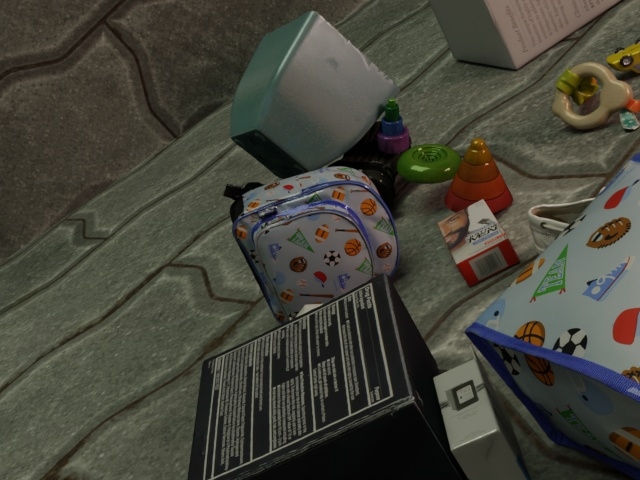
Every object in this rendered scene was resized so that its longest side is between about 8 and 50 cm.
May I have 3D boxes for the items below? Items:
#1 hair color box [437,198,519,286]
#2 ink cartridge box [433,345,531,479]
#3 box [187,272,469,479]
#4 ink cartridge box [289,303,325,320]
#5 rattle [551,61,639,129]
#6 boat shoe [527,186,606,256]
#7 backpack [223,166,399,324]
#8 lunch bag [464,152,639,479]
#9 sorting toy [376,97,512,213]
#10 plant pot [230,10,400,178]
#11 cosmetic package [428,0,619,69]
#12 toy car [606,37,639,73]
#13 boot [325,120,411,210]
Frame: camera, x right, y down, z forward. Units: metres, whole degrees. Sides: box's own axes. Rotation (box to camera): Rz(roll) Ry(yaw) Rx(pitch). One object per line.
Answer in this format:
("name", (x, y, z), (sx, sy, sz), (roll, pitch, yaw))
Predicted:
("hair color box", (0.258, 0.001, 1.509), (0.093, 0.053, 0.167), (-28, 22, 8))
("ink cartridge box", (0.189, 0.218, 1.085), (0.060, 0.104, 0.180), (-27, 22, 11))
("box", (0.008, 0.235, 1.166), (0.294, 0.182, 0.296), (-27, 25, 11))
("ink cartridge box", (0.012, 0.161, 1.432), (0.143, 0.092, 0.090), (-8, 32, 45))
("rattle", (0.548, -0.253, 1.709), (0.200, 0.143, 0.130), (16, 82, 41))
("boat shoe", (0.425, -0.031, 1.316), (0.277, 0.096, 0.098), (-10, 30, 39))
("backpack", (0.000, 0.000, 1.582), (0.263, 0.276, 0.213), (-25, 27, -4))
("lunch bag", (0.397, 0.086, 0.909), (0.328, 0.239, 0.385), (-46, 17, -14))
("sorting toy", (0.216, -0.177, 1.697), (0.127, 0.126, 0.365), (-21, 36, -22))
("plant pot", (-0.043, -0.269, 1.858), (0.252, 0.247, 0.248), (-58, 22, -17))
("cosmetic package", (0.492, -0.672, 2.245), (0.394, 0.329, 0.327), (-33, 24, -7))
("toy car", (0.706, -0.402, 1.791), (0.239, 0.053, 0.225), (-5, 33, 44))
("boot", (0.023, -0.114, 1.928), (0.348, 0.131, 0.260), (-15, 30, 21))
